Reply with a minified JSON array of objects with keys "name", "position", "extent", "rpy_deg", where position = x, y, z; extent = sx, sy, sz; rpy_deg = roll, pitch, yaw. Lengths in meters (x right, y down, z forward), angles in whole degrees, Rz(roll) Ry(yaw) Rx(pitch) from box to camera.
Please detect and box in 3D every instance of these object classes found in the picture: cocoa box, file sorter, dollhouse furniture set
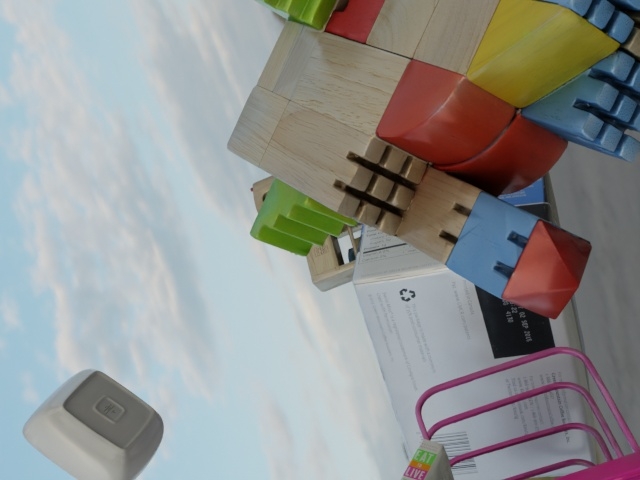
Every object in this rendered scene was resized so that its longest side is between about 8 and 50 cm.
[{"name":"cocoa box","position":[0.199,0.099,1.335],"extent":[0.228,0.231,0.347],"rpy_deg":[-78,-26,-53]},{"name":"file sorter","position":[0.226,0.280,1.135],"extent":[0.182,0.202,0.291],"rpy_deg":[-108,1,-49]},{"name":"dollhouse furniture set","position":[0.000,0.000,1.502],"extent":[0.129,0.129,0.184],"rpy_deg":[47,-156,-58]}]

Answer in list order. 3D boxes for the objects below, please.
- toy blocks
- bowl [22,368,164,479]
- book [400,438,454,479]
[{"name":"toy blocks","position":[0.100,-0.133,0.635],"extent":[0.190,0.381,0.261],"rpy_deg":[22,-174,-37]},{"name":"bowl","position":[-0.253,0.212,1.250],"extent":[0.142,0.053,0.142],"rpy_deg":[35,-152,3]},{"name":"book","position":[0.061,0.236,0.821],"extent":[0.144,0.035,0.096],"rpy_deg":[-54,-36,-38]}]
